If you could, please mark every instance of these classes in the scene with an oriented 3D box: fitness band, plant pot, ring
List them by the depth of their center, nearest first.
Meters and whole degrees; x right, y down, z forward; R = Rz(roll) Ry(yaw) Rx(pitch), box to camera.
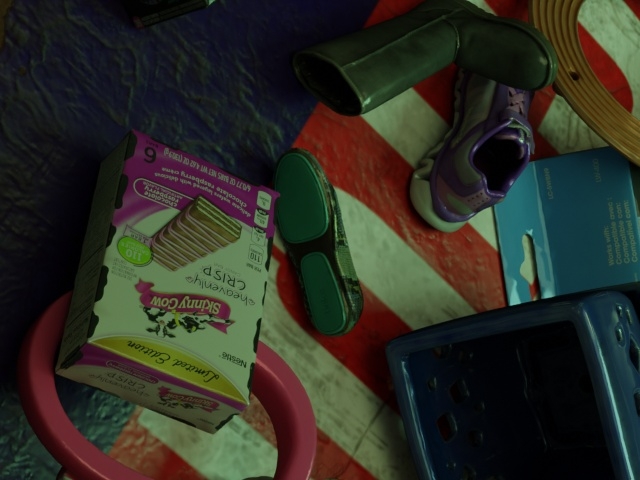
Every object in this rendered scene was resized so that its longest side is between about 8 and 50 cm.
[{"bbox_3d":[-0.134,0.152,1.709,0.291,0.054,0.209,27,53,-19],"label":"fitness band"},{"bbox_3d":[0.234,0.166,1.918,0.212,0.236,0.236,-20,95,-55],"label":"plant pot"},{"bbox_3d":[0.367,-0.185,2.118,0.336,0.032,0.337,19,47,-21],"label":"ring"}]

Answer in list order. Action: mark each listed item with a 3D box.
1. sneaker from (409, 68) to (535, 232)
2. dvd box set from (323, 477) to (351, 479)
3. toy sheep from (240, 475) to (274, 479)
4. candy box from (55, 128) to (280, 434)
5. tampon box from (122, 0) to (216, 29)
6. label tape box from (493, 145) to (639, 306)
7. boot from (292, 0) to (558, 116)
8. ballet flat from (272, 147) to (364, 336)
[{"bbox_3d":[0.184,-0.117,2.000,0.095,0.104,0.236,36,63,-23],"label":"sneaker"},{"bbox_3d":[0.099,0.469,1.863,0.420,0.062,0.308,39,67,-22],"label":"dvd box set"},{"bbox_3d":[-0.065,0.264,1.779,0.132,0.091,0.091,-23,99,-54],"label":"toy sheep"},{"bbox_3d":[-0.131,0.035,1.705,0.159,0.071,0.233,23,52,-21],"label":"candy box"},{"bbox_3d":[-0.139,-0.294,1.765,0.101,0.120,0.161,-37,107,-35],"label":"tampon box"},{"bbox_3d":[0.355,0.013,2.115,0.333,0.106,0.241,-9,89,-38],"label":"label tape box"},{"bbox_3d":[0.106,-0.174,1.918,0.208,0.189,0.076,-25,130,-43],"label":"boot"},{"bbox_3d":[0.000,0.000,1.883,0.070,0.070,0.188,-14,95,-37],"label":"ballet flat"}]
